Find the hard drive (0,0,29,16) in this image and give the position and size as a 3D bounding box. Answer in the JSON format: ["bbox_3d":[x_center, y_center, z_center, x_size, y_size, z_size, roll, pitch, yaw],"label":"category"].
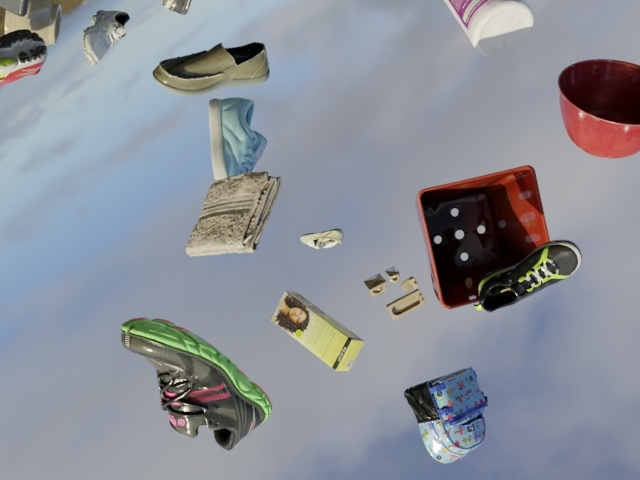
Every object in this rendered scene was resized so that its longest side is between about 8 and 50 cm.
[{"bbox_3d":[-0.575,-0.486,1.501,0.022,0.094,0.135,-70,-173,-49],"label":"hard drive"}]

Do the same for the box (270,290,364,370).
[{"bbox_3d":[-0.010,0.211,1.939,0.232,0.058,0.087,32,-80,35],"label":"box"}]

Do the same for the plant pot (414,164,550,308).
[{"bbox_3d":[0.353,-0.012,1.898,0.267,0.267,0.236,-13,-177,-5],"label":"plant pot"}]

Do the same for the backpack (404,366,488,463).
[{"bbox_3d":[0.276,0.367,1.711,0.158,0.173,0.117,-7,163,-41],"label":"backpack"}]

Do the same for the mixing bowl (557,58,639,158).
[{"bbox_3d":[0.445,-0.190,1.260,0.181,0.098,0.181,0,-137,0],"label":"mixing bowl"}]

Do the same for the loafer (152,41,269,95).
[{"bbox_3d":[-0.214,-0.354,1.636,0.251,0.087,0.094,-16,-127,-30],"label":"loafer"}]

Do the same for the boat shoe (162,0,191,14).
[{"bbox_3d":[-0.314,-0.650,2.011,0.206,0.065,0.075,-63,-149,4],"label":"boat shoe"}]

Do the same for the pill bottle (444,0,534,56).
[{"bbox_3d":[0.413,-0.628,2.121,0.169,0.169,0.302,-31,-127,14],"label":"pill bottle"}]

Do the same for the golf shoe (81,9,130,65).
[{"bbox_3d":[-0.494,-0.477,1.902,0.086,0.069,0.176,-6,-128,15],"label":"golf shoe"}]

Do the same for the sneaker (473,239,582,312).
[{"bbox_3d":[0.410,0.084,1.625,0.234,0.084,0.097,-33,-167,32],"label":"sneaker"}]

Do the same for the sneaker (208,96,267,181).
[{"bbox_3d":[-0.216,-0.233,2.239,0.150,0.366,0.135,-9,164,3],"label":"sneaker"}]

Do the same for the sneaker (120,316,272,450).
[{"bbox_3d":[-0.296,0.348,1.929,0.185,0.483,0.202,17,-114,49],"label":"sneaker"}]

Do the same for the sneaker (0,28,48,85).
[{"bbox_3d":[-0.720,-0.362,1.766,0.279,0.107,0.118,-20,165,-30],"label":"sneaker"}]

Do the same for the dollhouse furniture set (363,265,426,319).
[{"bbox_3d":[0.235,0.167,2.495,0.144,0.151,0.123,-28,-170,-1],"label":"dollhouse furniture set"}]

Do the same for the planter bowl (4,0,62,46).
[{"bbox_3d":[-0.684,-0.528,1.976,0.162,0.109,0.162,-171,-90,-79],"label":"planter bowl"}]

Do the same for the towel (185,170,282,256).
[{"bbox_3d":[-0.197,-0.056,1.805,0.282,0.049,0.187,-7,-122,53],"label":"towel"}]

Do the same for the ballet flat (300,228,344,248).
[{"bbox_3d":[0.000,0.000,2.590,0.168,0.057,0.052,-12,-116,39],"label":"ballet flat"}]
